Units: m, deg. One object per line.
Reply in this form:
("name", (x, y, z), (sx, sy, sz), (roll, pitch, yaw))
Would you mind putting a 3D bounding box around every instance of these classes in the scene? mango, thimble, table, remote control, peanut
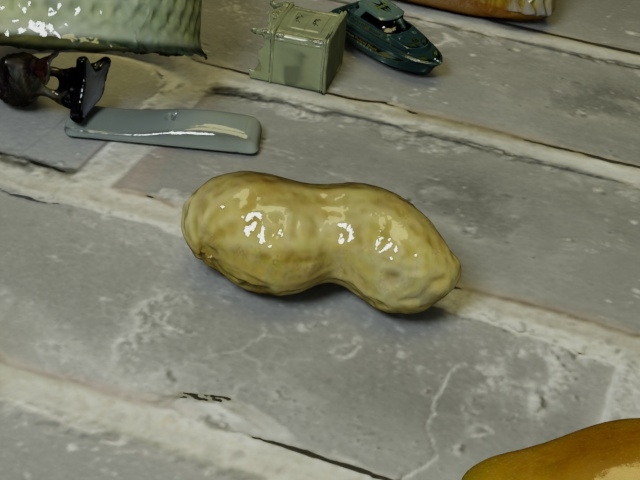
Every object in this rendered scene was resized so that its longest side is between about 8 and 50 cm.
("mango", (0.184, 0.165, 0.866), (0.184, 0.085, 0.102), (-2, 36, 0))
("thimble", (-0.235, -0.252, 1.244), (0.270, 0.150, 0.271), (3, 6, 0))
("table", (-0.023, -0.202, 1.365), (0.083, 0.062, 0.079), (12, 36, 10))
("remote control", (-0.148, -0.110, 1.252), (0.184, 0.027, 0.050), (5, 35, 1))
("peanut", (0.000, 0.000, 1.062), (0.229, 0.098, 0.103), (7, 77, 4))

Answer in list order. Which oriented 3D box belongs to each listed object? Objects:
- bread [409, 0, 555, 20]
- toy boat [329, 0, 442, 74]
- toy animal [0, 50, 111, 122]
("bread", (0.140, -0.343, 1.532), (0.288, 0.119, 0.152), (13, 33, 9))
("toy boat", (0.075, -0.215, 1.401), (0.055, 0.060, 0.141), (-25, 48, -37))
("toy animal", (-0.282, -0.158, 1.261), (0.202, 0.070, 0.105), (12, -3, 43))
